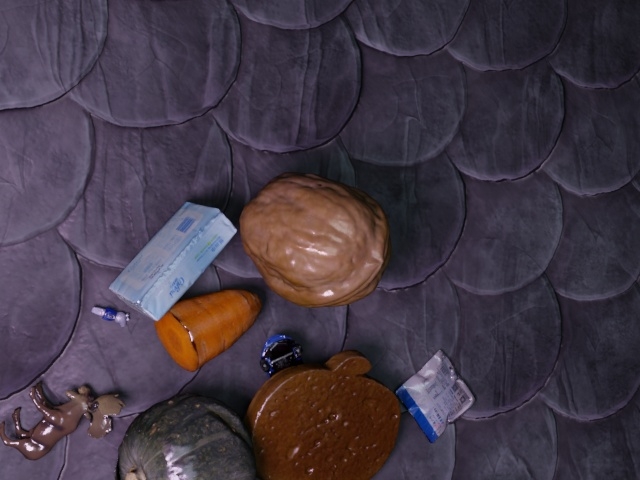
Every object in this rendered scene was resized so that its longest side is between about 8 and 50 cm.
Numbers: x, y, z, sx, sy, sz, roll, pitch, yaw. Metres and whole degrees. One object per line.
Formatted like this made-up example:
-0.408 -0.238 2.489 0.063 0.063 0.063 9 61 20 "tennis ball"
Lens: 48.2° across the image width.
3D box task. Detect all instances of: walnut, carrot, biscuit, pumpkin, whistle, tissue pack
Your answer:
-0.002 0.003 1.570 0.306 0.343 0.306 -19 117 -45 "walnut"
-0.234 0.171 1.592 0.225 0.159 0.159 -29 94 -30 "carrot"
0.012 0.412 1.642 0.394 0.070 0.351 26 87 -30 "biscuit"
-0.280 0.484 1.472 0.257 0.291 0.328 4 70 -45 "pumpkin"
-0.461 0.165 1.568 0.083 0.029 0.033 23 93 -23 "whistle"
-0.319 0.042 1.553 0.263 0.177 0.089 -53 122 -16 "tissue pack"

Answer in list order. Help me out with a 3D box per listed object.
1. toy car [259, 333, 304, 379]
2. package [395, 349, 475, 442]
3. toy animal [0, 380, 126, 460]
-0.078 0.320 1.663 0.103 0.063 0.216 -22 100 -20 "toy car"
0.293 0.394 1.810 0.173 0.027 0.171 -37 100 -18 "package"
-0.534 0.373 1.496 0.186 0.094 0.214 42 80 -6 "toy animal"
